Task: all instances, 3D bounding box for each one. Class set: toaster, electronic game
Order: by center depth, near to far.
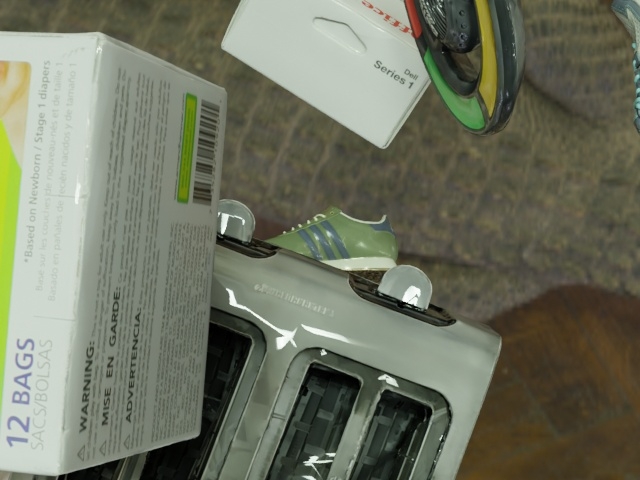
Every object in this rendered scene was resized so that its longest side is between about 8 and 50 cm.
[{"bbox_3d":[-0.033,0.084,0.593,0.168,0.110,0.185,21,86,1],"label":"toaster"},{"bbox_3d":[0.105,-0.194,1.153,0.048,0.229,0.229,-18,120,-10],"label":"electronic game"}]

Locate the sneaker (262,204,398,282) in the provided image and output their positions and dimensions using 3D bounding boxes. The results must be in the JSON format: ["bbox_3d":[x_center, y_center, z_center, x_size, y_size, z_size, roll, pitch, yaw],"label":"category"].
[{"bbox_3d":[0.000,0.000,1.738,0.192,0.086,0.064,4,159,-8],"label":"sneaker"}]

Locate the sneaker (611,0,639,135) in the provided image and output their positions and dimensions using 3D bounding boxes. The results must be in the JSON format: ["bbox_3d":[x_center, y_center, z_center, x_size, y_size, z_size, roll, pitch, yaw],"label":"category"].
[{"bbox_3d":[0.427,-0.192,1.792,0.122,0.283,0.110,-38,151,16],"label":"sneaker"}]

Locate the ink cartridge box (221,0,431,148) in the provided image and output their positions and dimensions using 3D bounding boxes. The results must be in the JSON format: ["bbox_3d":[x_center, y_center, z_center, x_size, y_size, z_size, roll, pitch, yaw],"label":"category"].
[{"bbox_3d":[0.040,-0.237,1.523,0.201,0.278,0.117,32,120,-1],"label":"ink cartridge box"}]

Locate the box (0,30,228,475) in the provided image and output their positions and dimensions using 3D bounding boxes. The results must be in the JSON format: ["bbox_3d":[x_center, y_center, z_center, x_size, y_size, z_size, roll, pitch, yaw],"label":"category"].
[{"bbox_3d":[-0.142,-0.001,0.424,0.203,0.103,0.114,5,89,15],"label":"box"}]
